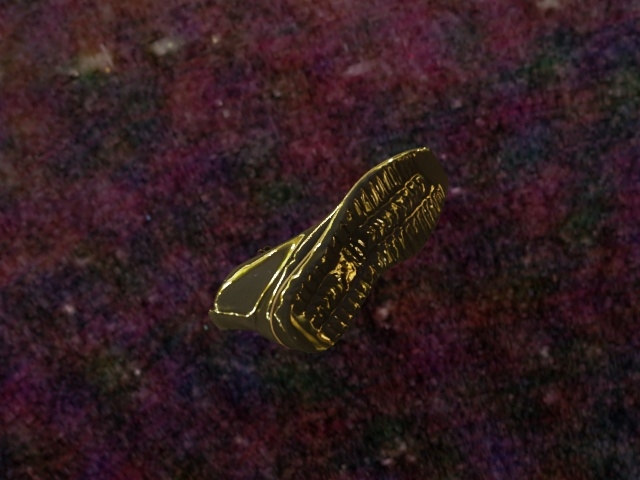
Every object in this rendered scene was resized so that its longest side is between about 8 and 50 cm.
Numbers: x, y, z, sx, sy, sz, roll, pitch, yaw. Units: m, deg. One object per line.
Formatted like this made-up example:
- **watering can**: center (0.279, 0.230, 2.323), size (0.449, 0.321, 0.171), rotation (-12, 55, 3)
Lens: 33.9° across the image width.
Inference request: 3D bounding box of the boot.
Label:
- **boot**: center (0.000, 0.000, 0.841), size (0.198, 0.077, 0.137), rotation (-45, 24, -26)
